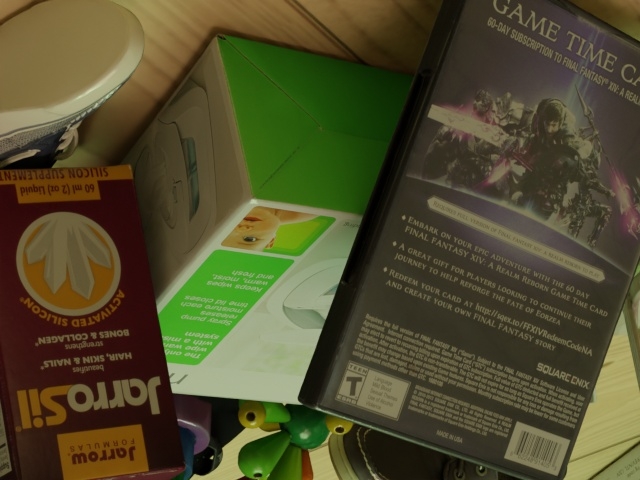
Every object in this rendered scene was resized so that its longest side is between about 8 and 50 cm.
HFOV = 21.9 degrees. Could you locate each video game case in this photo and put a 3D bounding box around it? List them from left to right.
[{"bbox_3d":[0.113,-0.005,0.981,0.196,0.274,0.026,22,175,-33],"label":"video game case"}]

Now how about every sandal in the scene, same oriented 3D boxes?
[{"bbox_3d":[-0.120,0.183,1.414,0.097,0.054,0.254,4,147,-24],"label":"sandal"}]

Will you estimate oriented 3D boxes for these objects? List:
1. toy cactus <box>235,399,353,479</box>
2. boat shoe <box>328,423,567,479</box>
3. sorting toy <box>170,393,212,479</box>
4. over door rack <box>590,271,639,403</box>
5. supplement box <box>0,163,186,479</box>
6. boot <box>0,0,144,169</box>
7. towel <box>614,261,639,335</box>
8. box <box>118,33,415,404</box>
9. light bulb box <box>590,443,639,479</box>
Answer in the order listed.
[{"bbox_3d":[-0.004,0.123,1.296,0.180,0.112,0.219,-35,157,-29],"label":"toy cactus"},{"bbox_3d":[0.120,0.198,1.484,0.092,0.103,0.285,-36,146,28],"label":"boat shoe"},{"bbox_3d":[-0.183,0.253,1.349,0.127,0.126,0.365,17,141,-21],"label":"sorting toy"},{"bbox_3d":[0.240,0.119,1.213,0.108,0.239,0.324,0,141,-5],"label":"over door rack"},{"bbox_3d":[-0.154,0.057,0.965,0.104,0.188,0.081,-4,164,-30],"label":"supplement box"},{"bbox_3d":[-0.163,-0.080,0.954,0.190,0.069,0.086,-18,157,27],"label":"boot"},{"bbox_3d":[0.210,0.042,1.327,0.152,0.023,0.113,-1,146,-13],"label":"towel"},{"bbox_3d":[0.000,0.000,1.078,0.262,0.127,0.231,9,143,-33],"label":"box"},{"bbox_3d":[0.412,0.394,1.648,0.225,0.361,0.358,6,146,-26],"label":"light bulb box"}]
